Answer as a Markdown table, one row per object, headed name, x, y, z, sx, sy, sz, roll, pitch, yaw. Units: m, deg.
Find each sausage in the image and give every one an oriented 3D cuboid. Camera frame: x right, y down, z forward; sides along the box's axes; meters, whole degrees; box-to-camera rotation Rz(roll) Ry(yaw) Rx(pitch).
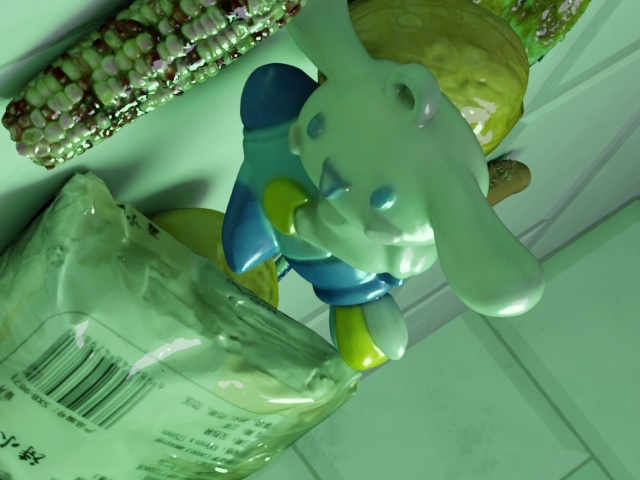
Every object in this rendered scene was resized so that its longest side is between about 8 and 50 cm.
| name | x | y | z | sx | sy | sz | roll | pitch | yaw |
| --- | --- | --- | --- | --- | --- | --- | --- | --- | --- |
| sausage | 0.259 | -0.074 | 2.746 | 0.304 | 0.078 | 0.078 | -28 | 165 | -40 |

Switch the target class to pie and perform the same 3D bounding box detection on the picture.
| name | x | y | z | sx | sy | sz | roll | pitch | yaw |
| --- | --- | --- | --- | --- | --- | --- | --- | --- | --- |
| pie | 0.202 | -0.263 | 1.823 | 0.302 | 0.067 | 0.302 | -32 | 151 | -20 |

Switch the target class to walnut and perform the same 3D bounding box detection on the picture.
| name | x | y | z | sx | sy | sz | roll | pitch | yaw |
| --- | --- | --- | --- | --- | --- | --- | --- | --- | --- |
| walnut | 0.107 | -0.165 | 1.652 | 0.195 | 0.222 | 0.195 | -163 | -90 | -80 |

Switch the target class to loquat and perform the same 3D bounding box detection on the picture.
| name | x | y | z | sx | sy | sz | roll | pitch | yaw |
| --- | --- | --- | --- | --- | --- | --- | --- | --- | --- |
| loquat | -0.146 | 0.063 | 1.804 | 0.213 | 0.213 | 0.213 | -36 | 168 | -9 |

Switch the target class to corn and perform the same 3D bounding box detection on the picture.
| name | x | y | z | sx | sy | sz | roll | pitch | yaw |
| --- | --- | --- | --- | --- | --- | --- | --- | --- | --- |
| corn | -0.133 | -0.158 | 1.307 | 0.280 | 0.092 | 0.092 | -35 | 168 | 1 |

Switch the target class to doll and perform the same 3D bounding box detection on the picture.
| name | x | y | z | sx | sy | sz | roll | pitch | yaw |
| --- | --- | --- | --- | --- | --- | --- | --- | --- | --- |
| doll | 0.022 | -0.048 | 1.470 | 0.187 | 0.376 | 0.365 | -5 | 157 | -22 |

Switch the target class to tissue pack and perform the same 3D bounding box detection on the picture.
| name | x | y | z | sx | sy | sz | roll | pitch | yaw |
| --- | --- | --- | --- | --- | --- | --- | --- | --- | --- |
| tissue pack | -0.208 | 0.154 | 1.633 | 0.390 | 0.375 | 0.195 | -39 | -154 | 28 |

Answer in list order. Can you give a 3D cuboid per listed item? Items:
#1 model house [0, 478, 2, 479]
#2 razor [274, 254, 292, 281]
| name | x | y | z | sx | sy | sz | roll | pitch | yaw |
| --- | --- | --- | --- | --- | --- | --- | --- | --- | --- |
| model house | -0.366 | 0.281 | 2.143 | 0.183 | 0.166 | 0.172 | -25 | 155 | 14 |
| razor | -0.008 | -0.006 | 2.313 | 0.324 | 0.093 | 0.056 | -39 | 128 | 22 |
